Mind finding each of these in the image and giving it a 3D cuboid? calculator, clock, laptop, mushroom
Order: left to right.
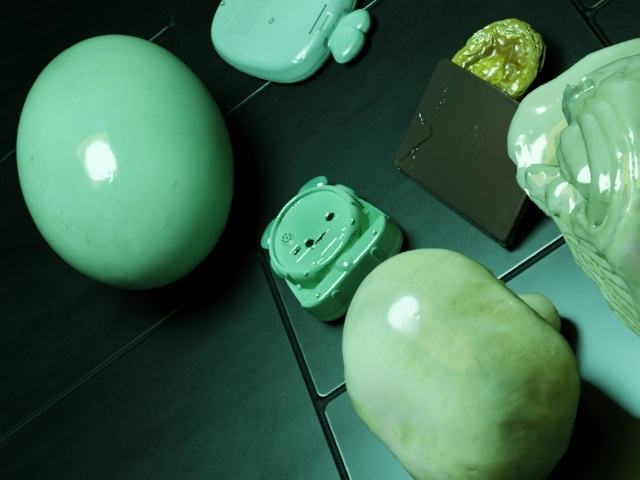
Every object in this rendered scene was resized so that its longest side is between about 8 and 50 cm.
[{"bbox_3d":[-0.045,-0.309,1.754,0.295,0.042,0.184,20,78,43],"label":"calculator"},{"bbox_3d":[0.001,0.000,1.523,0.148,0.060,0.188,-50,45,1],"label":"clock"},{"bbox_3d":[0.178,-0.105,1.438,0.207,0.026,0.154,41,116,44],"label":"laptop"},{"bbox_3d":[0.156,0.121,1.241,0.234,0.260,0.254,-33,25,-34],"label":"mushroom"}]

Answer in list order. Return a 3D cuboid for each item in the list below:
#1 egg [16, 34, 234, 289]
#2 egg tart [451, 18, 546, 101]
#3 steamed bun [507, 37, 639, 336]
[{"bbox_3d":[-0.253,-0.106,1.627,0.276,0.276,0.389,-35,50,15],"label":"egg"},{"bbox_3d":[0.212,-0.204,1.493,0.130,0.052,0.130,-18,56,29],"label":"egg tart"},{"bbox_3d":[0.335,-0.036,1.093,0.247,0.352,0.339,-40,26,7],"label":"steamed bun"}]
